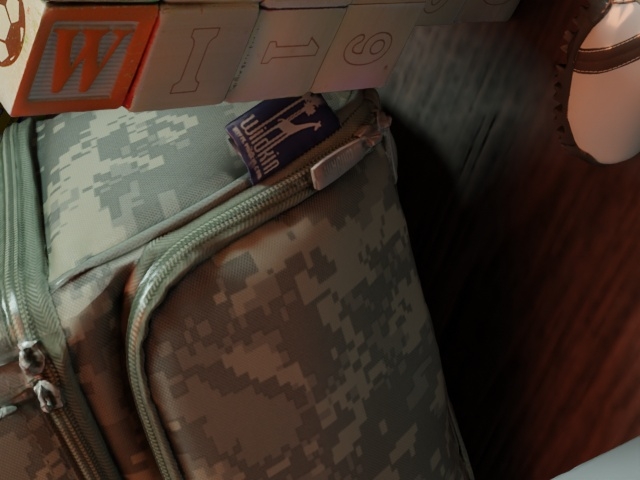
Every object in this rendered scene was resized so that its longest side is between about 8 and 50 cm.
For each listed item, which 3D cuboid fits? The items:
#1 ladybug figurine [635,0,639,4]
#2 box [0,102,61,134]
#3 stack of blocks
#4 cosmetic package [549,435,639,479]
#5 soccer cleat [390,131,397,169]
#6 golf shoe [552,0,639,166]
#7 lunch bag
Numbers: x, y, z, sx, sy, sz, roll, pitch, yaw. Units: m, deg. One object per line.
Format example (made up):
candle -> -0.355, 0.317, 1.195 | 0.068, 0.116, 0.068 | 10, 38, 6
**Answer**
ladybug figurine -> 0.168, -0.212, 0.338 | 0.305, 0.162, 0.449 | -26, 75, 22
box -> -0.281, -0.181, 0.803 | 0.290, 0.279, 0.177 | 60, 137, 20
stack of blocks -> -0.022, -0.145, 0.503 | 0.171, 0.297, 0.087 | 49, 130, 28
cosmetic package -> 0.195, 0.211, 0.470 | 0.224, 0.138, 0.224 | 3, 103, 48
soccer cleat -> 0.000, 0.000, 0.702 | 0.076, 0.068, 0.196 | -103, 24, -47
golf shoe -> 0.164, -0.091, 0.475 | 0.094, 0.077, 0.198 | 51, 134, 27
lunch bag -> -0.063, 0.077, 0.594 | 0.212, 0.256, 0.305 | -119, 10, -61
